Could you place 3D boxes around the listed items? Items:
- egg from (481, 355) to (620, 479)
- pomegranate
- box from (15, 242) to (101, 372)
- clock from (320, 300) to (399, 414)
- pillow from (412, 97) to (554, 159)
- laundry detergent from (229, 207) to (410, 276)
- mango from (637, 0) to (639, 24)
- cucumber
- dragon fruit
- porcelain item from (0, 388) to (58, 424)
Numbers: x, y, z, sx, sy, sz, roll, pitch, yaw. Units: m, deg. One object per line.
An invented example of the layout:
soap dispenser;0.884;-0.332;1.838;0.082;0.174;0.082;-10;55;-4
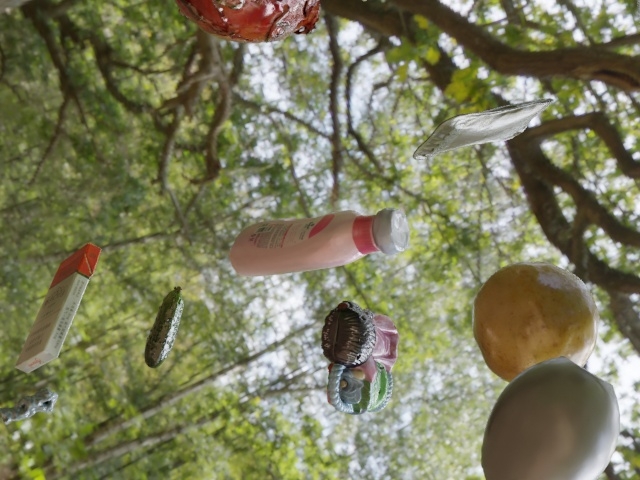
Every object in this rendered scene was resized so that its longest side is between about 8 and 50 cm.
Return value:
egg;0.329;0.286;1.209;0.176;0.176;0.232;39;-80;46
pomegranate;0.489;0.197;1.910;0.307;0.307;0.307;46;-31;38
box;-0.507;0.130;1.611;0.035;0.245;0.139;34;-40;-26
clock;0.065;0.212;1.480;0.100;0.195;0.194;1;-105;27
pillow;0.245;-0.169;1.255;0.033;0.217;0.130;67;-28;15
laundry detergent;0.000;0.000;1.492;0.335;0.159;0.088;-8;-62;33
mango;0.566;-0.377;1.125;0.300;0.232;0.446;-133;-151;-65
cucumber;-0.379;0.211;2.027;0.069;0.069;0.227;41;-63;44
dragon fruit;-0.133;-0.494;1.483;0.295;0.301;0.296;-2;-93;40
porcelain item;-0.427;0.243;1.222;0.028;0.083;0.036;33;-43;58
